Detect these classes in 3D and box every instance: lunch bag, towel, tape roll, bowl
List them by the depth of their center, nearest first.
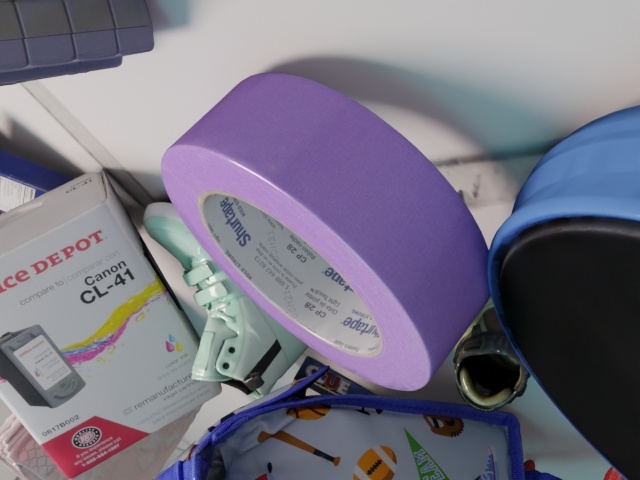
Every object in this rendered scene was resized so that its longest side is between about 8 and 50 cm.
[{"bbox_3d":[0.260,0.099,0.395,0.391,0.077,0.391,44,166,14],"label":"bowl"},{"bbox_3d":[0.000,0.000,0.568,0.275,0.090,0.275,35,157,17],"label":"tape roll"},{"bbox_3d":[-0.007,0.302,0.810,0.386,0.238,0.328,11,148,-20],"label":"lunch bag"},{"bbox_3d":[-0.307,0.262,1.082,0.053,0.332,0.317,14,145,31],"label":"towel"}]

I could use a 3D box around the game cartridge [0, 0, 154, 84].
[{"bbox_3d":[-0.331,-0.150,0.580,0.355,0.230,0.068,6,107,40],"label":"game cartridge"}]

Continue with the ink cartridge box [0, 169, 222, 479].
[{"bbox_3d":[-0.290,0.105,0.844,0.131,0.226,0.306,47,164,58],"label":"ink cartridge box"}]

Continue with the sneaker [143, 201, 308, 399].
[{"bbox_3d":[-0.127,0.076,0.799,0.256,0.151,0.094,40,152,-11],"label":"sneaker"}]

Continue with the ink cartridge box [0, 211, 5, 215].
[{"bbox_3d":[-0.497,-0.023,1.051,0.150,0.109,0.063,2,143,43],"label":"ink cartridge box"}]

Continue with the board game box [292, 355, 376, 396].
[{"bbox_3d":[0.025,0.275,1.075,0.165,0.042,0.243,29,151,6],"label":"board game box"}]

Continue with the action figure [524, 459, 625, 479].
[{"bbox_3d":[0.294,0.253,0.747,0.091,0.139,0.280,36,174,-13],"label":"action figure"}]

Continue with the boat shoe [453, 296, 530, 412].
[{"bbox_3d":[0.162,0.124,0.670,0.080,0.073,0.223,24,150,15],"label":"boat shoe"}]

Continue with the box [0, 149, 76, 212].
[{"bbox_3d":[-0.364,-0.054,0.910,0.225,0.036,0.136,24,154,-17],"label":"box"}]
